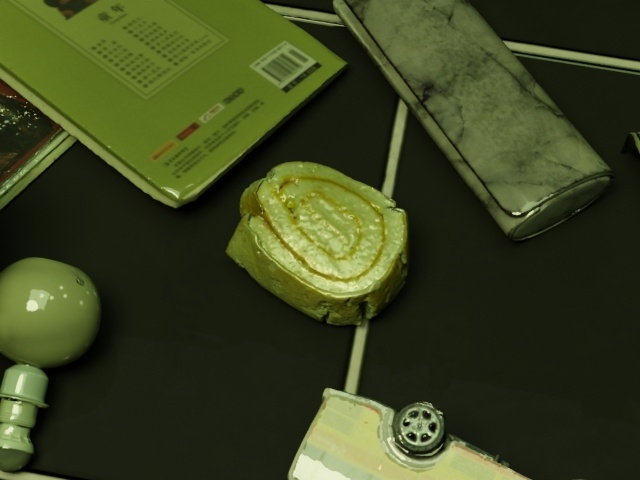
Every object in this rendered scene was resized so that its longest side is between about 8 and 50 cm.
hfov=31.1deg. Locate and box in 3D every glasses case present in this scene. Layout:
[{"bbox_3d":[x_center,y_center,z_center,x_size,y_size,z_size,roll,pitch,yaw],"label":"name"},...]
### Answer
[{"bbox_3d":[0.132,-0.139,1.041,0.114,0.060,0.299,-27,64,-16],"label":"glasses case"}]

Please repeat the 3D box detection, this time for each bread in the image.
[{"bbox_3d":[0.000,0.000,0.954,0.156,0.064,0.117,34,60,18],"label":"bread"}]

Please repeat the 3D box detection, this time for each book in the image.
[{"bbox_3d":[-0.175,-0.191,1.068,0.352,0.035,0.239,36,58,18],"label":"book"}]

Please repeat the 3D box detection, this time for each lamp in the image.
[{"bbox_3d":[-0.224,0.097,0.889,0.091,0.091,0.163,9,77,4],"label":"lamp"}]

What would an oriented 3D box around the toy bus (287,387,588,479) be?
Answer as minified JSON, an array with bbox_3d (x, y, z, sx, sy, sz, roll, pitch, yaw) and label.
[{"bbox_3d":[0.108,0.199,0.828,0.268,0.092,0.106,25,71,13],"label":"toy bus"}]

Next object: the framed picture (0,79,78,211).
[{"bbox_3d":[-0.342,-0.105,1.035,0.216,0.016,0.273,33,64,17],"label":"framed picture"}]

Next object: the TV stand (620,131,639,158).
[{"bbox_3d":[0.322,0.013,0.970,0.042,0.036,0.249,-11,60,-10],"label":"TV stand"}]
